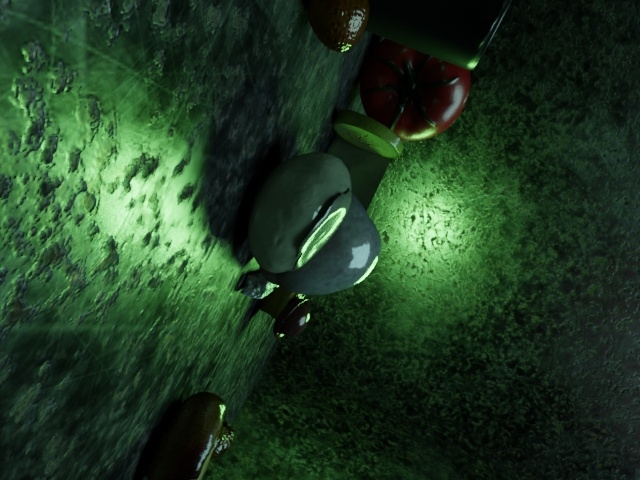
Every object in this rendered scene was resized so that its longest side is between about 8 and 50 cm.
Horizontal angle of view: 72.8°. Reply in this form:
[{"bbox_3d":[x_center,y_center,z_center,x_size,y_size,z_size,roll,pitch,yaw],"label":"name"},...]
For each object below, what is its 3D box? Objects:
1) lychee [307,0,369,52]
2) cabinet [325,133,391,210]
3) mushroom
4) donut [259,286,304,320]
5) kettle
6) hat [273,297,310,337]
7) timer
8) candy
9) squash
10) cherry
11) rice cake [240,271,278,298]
[{"bbox_3d":[0.031,-0.387,0.719,0.114,0.140,0.101,-12,176,-37],"label":"lychee"},{"bbox_3d":[0.107,-0.228,1.708,0.318,0.227,0.290,106,9,-78],"label":"cabinet"},{"bbox_3d":[-0.340,0.537,1.137,0.297,0.163,0.278,-66,167,11],"label":"mushroom"},{"bbox_3d":[-0.123,0.174,1.789,0.330,0.160,0.330,-52,166,-18],"label":"donut"},{"bbox_3d":[0.200,-0.471,0.860,0.203,0.308,0.262,-64,175,4],"label":"kettle"},{"bbox_3d":[-0.097,0.311,1.682,0.205,0.089,0.205,-46,161,-21],"label":"hat"},{"bbox_3d":[0.332,-0.547,1.539,0.378,0.378,0.279,-67,169,26],"label":"timer"},{"bbox_3d":[-0.051,-0.067,0.965,0.295,0.185,0.295,-50,174,-7],"label":"candy"},{"bbox_3d":[0.158,-0.346,1.450,0.049,0.252,0.252,-63,176,-3],"label":"squash"},{"bbox_3d":[0.008,0.010,1.238,0.335,0.326,0.291,-62,-156,-14],"label":"cherry"},{"bbox_3d":[-0.171,0.129,1.399,0.399,0.070,0.064,-8,120,-85],"label":"rice cake"}]
